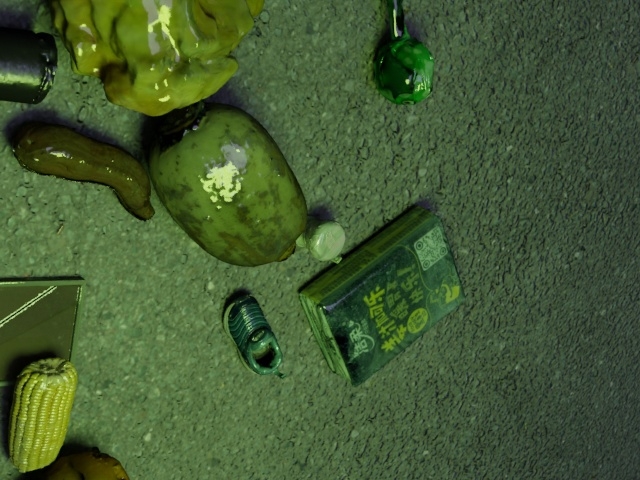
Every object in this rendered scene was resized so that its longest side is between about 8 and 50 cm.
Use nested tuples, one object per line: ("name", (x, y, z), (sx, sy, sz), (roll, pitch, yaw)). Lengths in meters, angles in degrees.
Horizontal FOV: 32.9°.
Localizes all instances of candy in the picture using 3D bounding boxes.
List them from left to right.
("candy", (0.104, -0.353, 1.563), (0.097, 0.097, 0.324), (-23, 114, -27))

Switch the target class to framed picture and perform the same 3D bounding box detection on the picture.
("framed picture", (-0.410, 0.121, 1.409), (0.203, 0.015, 0.150), (-1, 109, -36))

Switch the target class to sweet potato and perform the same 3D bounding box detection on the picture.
("sweet potato", (-0.286, -0.092, 1.378), (0.081, 0.062, 0.233), (-32, 141, 28))

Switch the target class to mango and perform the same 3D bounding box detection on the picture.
("mango", (-0.352, 0.403, 1.480), (0.249, 0.156, 0.151), (-53, 132, -10))

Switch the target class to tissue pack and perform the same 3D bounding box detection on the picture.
("tissue pack", (0.107, 0.090, 1.740), (0.257, 0.081, 0.185), (-35, 126, -20))

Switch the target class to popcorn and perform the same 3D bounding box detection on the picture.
("popcorn", (-0.191, -0.296, 1.271), (0.252, 0.215, 0.286), (-17, 115, -24))

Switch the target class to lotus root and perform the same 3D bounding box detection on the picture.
("lotus root", (-0.111, -0.065, 1.465), (0.173, 0.173, 0.309), (-47, 132, -11))

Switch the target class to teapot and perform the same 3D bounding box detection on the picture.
("teapot", (0.000, 0.000, 1.634), (0.064, 0.064, 0.083), (-48, 135, -19))

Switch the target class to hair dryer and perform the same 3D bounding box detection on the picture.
("hair dryer", (-0.427, -0.131, 1.251), (0.197, 0.089, 0.251), (2, 114, -38))

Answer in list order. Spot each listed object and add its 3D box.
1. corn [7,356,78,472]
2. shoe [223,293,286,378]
("corn", (-0.373, 0.234, 1.443), (0.085, 0.063, 0.165), (-28, 140, -51))
("shoe", (-0.097, 0.145, 1.619), (0.064, 0.071, 0.143), (-31, 120, -24))
